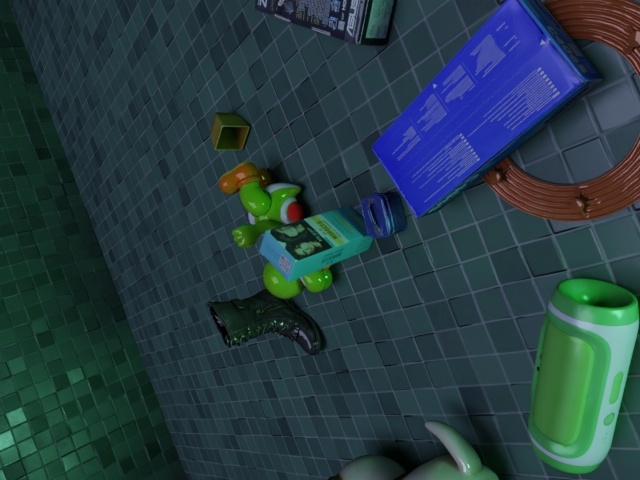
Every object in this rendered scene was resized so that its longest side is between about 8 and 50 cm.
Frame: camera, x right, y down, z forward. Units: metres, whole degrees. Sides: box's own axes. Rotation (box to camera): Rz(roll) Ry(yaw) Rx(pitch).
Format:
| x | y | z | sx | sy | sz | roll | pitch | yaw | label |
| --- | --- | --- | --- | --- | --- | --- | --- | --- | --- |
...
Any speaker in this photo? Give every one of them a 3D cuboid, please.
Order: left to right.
| x | y | z | sx | sy | sz | roll | pitch | yaw | label |
| --- | --- | --- | --- | --- | --- | --- | --- | --- | --- |
| 0.410 | 0.216 | 0.803 | 0.131 | 0.131 | 0.296 | 19 | 118 | 42 | speaker |

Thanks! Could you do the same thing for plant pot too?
| x | y | z | sx | sy | sz | roll | pitch | yaw | label |
| --- | --- | --- | --- | --- | --- | --- | --- | --- | --- |
| -0.250 | -0.298 | 1.351 | 0.083 | 0.081 | 0.081 | 58 | 139 | 31 | plant pot |

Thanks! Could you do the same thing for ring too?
| x | y | z | sx | sy | sz | roll | pitch | yaw | label |
| --- | --- | --- | --- | --- | --- | --- | --- | --- | --- |
| 0.365 | -0.191 | 0.769 | 0.337 | 0.032 | 0.336 | 20 | 119 | 41 | ring |

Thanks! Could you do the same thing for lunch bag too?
| x | y | z | sx | sy | sz | roll | pitch | yaw | label |
| --- | --- | --- | --- | --- | --- | --- | --- | --- | --- |
| 0.127 | -0.056 | 1.046 | 0.067 | 0.065 | 0.098 | -11 | 97 | 48 | lunch bag |

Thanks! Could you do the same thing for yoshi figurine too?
| x | y | z | sx | sy | sz | roll | pitch | yaw | label |
| --- | --- | --- | --- | --- | --- | --- | --- | --- | --- |
| -0.123 | -0.002 | 1.257 | 0.362 | 0.204 | 0.203 | 56 | 152 | 13 | yoshi figurine |

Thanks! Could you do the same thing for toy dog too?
| x | y | z | sx | sy | sz | roll | pitch | yaw | label |
| --- | --- | --- | --- | --- | --- | --- | --- | --- | --- |
| 0.181 | 0.589 | 1.076 | 0.408 | 0.285 | 0.395 | -17 | 91 | 50 | toy dog |

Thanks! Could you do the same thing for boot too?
| x | y | z | sx | sy | sz | roll | pitch | yaw | label |
| --- | --- | --- | --- | --- | --- | --- | --- | --- | --- |
| -0.150 | 0.234 | 1.327 | 0.263 | 0.229 | 0.091 | 46 | 133 | 25 | boot |

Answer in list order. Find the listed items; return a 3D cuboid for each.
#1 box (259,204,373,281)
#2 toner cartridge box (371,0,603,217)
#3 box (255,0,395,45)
| x | y | z | sx | sy | sz | roll | pitch | yaw | label |
| --- | --- | --- | --- | --- | --- | --- | --- | --- | --- |
| 0.000 | 0.000 | 1.067 | 0.100 | 0.244 | 0.060 | 44 | 132 | 27 | box |
| 0.243 | -0.197 | 0.817 | 0.165 | 0.075 | 0.348 | 59 | 138 | 12 | toner cartridge box |
| 0.023 | -0.598 | 0.933 | 0.318 | 0.097 | 0.394 | 32 | 126 | 33 | box |
